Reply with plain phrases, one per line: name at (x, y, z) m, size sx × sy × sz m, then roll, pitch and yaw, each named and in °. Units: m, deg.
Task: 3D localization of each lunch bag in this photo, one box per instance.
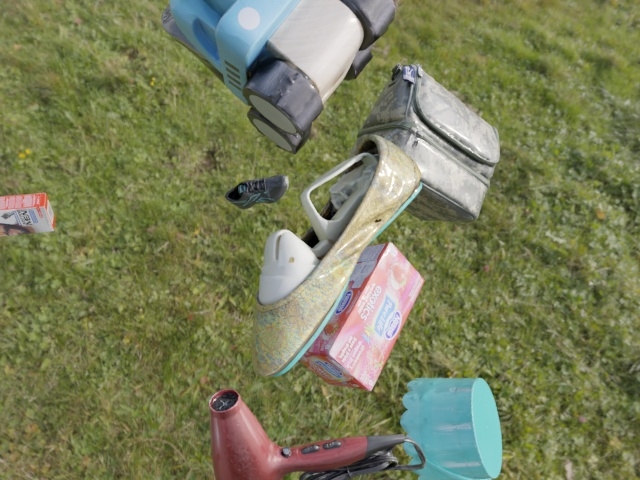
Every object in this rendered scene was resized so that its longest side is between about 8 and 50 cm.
lunch bag at (0.238, -0.210, 1.077) m, size 0.305 × 0.213 × 0.255 m, roll 27°, pitch 79°, yaw -25°

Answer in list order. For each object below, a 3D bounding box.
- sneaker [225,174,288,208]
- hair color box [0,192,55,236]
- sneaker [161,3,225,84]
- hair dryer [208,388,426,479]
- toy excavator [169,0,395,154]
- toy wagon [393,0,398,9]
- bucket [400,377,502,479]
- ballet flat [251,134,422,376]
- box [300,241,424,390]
sneaker at (-0.241, -0.184, 1.822) m, size 0.106 × 0.268 × 0.101 m, roll 19°, pitch 57°, yaw -55°
hair color box at (-0.754, -0.060, 1.184) m, size 0.168 × 0.093 × 0.053 m, roll -7°, pitch 52°, yaw -16°
sneaker at (-0.216, -0.367, 0.913) m, size 0.083 × 0.118 × 0.222 m, roll -39°, pitch 58°, yaw 2°
hair dryer at (-0.030, 0.275, 0.624) m, size 0.294 × 0.223 × 0.080 m, roll 37°, pitch 10°, yaw -25°
toy excavator at (-0.134, -0.358, 0.643) m, size 0.445 × 0.433 × 0.222 m, roll 37°, pitch 86°, yaw -5°
toy wagon at (-0.024, -0.451, 0.746) m, size 0.344 × 0.267 × 0.068 m, roll 27°, pitch 74°, yaw -44°
bucket at (0.348, 0.490, 1.263) m, size 0.183 × 0.281 × 0.281 m, roll -15°, pitch 40°, yaw 31°
ballet flat at (0.000, 0.000, 0.607) m, size 0.123 × 0.123 × 0.348 m, roll 33°, pitch 70°, yaw 14°
box at (0.073, 0.140, 0.918) m, size 0.122 × 0.128 × 0.256 m, roll 46°, pitch 59°, yaw -22°
